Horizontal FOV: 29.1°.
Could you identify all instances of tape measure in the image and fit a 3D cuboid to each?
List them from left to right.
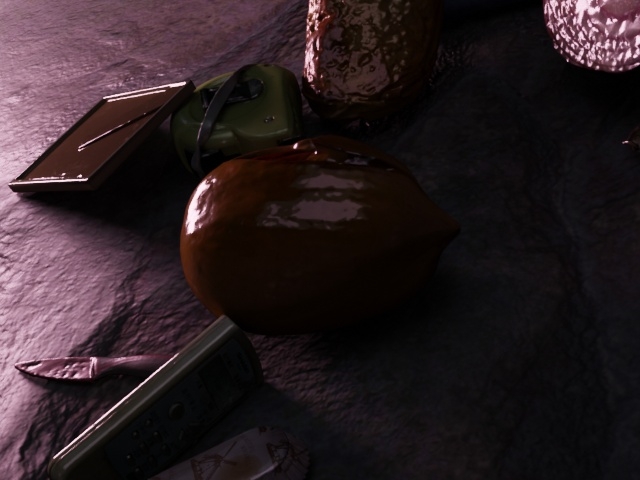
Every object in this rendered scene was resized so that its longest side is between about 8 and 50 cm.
[{"bbox_3d":[-0.097,-0.145,1.503,0.175,0.106,0.200,-13,40,8],"label":"tape measure"}]

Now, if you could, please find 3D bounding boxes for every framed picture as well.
[{"bbox_3d":[-0.283,-0.131,1.571,0.192,0.018,0.265,-49,25,-23],"label":"framed picture"}]

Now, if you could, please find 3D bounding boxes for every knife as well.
[{"bbox_3d":[-0.236,0.141,1.335,0.247,0.018,0.035,-4,48,26],"label":"knife"}]

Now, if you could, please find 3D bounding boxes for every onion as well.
[{"bbox_3d":[0.394,-0.290,1.351,0.230,0.272,0.256,-11,41,-25],"label":"onion"}]

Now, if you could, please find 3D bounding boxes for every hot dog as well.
[{"bbox_3d":[-0.098,0.233,1.142,0.192,0.053,0.099,-27,42,-8],"label":"hot dog"},{"bbox_3d":[0.060,-0.256,1.531,0.175,0.114,0.259,5,76,15],"label":"hot dog"}]

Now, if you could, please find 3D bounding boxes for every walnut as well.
[{"bbox_3d":[0.000,0.000,1.245,0.298,0.203,0.203,-1,46,21],"label":"walnut"}]

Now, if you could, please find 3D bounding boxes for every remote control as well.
[{"bbox_3d":[-0.156,0.175,1.196,0.233,0.098,0.038,-41,49,-19],"label":"remote control"}]

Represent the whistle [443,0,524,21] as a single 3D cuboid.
[{"bbox_3d":[0.206,-0.323,1.585,0.304,0.062,0.062,-12,42,13],"label":"whistle"}]
